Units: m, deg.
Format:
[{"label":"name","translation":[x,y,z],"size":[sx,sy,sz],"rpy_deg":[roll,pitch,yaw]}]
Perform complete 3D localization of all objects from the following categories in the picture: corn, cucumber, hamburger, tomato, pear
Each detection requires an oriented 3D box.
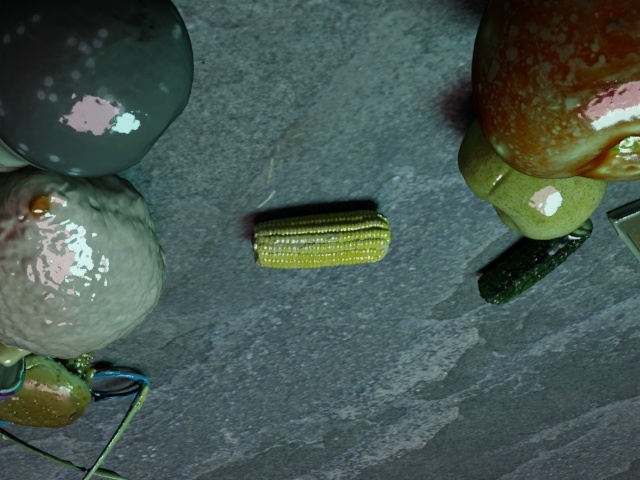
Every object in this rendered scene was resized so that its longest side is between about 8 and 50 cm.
[{"label":"corn","translation":[0.000,0.000,1.497],"size":[0.165,0.063,0.085],"rpy_deg":[-5,174,-8]},{"label":"cucumber","translation":[0.282,0.022,1.646],"size":[0.058,0.058,0.187],"rpy_deg":[8,146,-32]},{"label":"hamburger","translation":[-0.369,0.169,1.580],"size":[0.185,0.131,0.159],"rpy_deg":[-25,145,29]},{"label":"tomato","translation":[0.267,-0.176,1.135],"size":[0.270,0.223,0.270],"rpy_deg":[-7,170,-1]},{"label":"pear","translation":[0.229,-0.083,1.348],"size":[0.136,0.167,0.167],"rpy_deg":[-39,144,12]}]

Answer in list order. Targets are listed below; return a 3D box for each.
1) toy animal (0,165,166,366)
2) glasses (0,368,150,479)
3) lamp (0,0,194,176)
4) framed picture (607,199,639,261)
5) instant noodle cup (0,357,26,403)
[{"label":"toy animal","translation":[-0.278,0.024,1.299],"size":[0.226,0.188,0.358],"rpy_deg":[-13,159,-4]},{"label":"glasses","translation":[-0.347,0.284,1.777],"size":[0.239,0.207,0.102],"rpy_deg":[-11,-173,1]},{"label":"lamp","translation":[-0.241,-0.113,1.089],"size":[0.182,0.182,0.314],"rpy_deg":[17,140,-41]},{"label":"framed picture","translation":[0.511,-0.016,1.695],"size":[0.189,0.023,0.260],"rpy_deg":[-24,148,20]},{"label":"instant noodle cup","translation":[-0.456,0.126,1.383],"size":[0.190,0.251,0.251],"rpy_deg":[-30,147,11]}]
